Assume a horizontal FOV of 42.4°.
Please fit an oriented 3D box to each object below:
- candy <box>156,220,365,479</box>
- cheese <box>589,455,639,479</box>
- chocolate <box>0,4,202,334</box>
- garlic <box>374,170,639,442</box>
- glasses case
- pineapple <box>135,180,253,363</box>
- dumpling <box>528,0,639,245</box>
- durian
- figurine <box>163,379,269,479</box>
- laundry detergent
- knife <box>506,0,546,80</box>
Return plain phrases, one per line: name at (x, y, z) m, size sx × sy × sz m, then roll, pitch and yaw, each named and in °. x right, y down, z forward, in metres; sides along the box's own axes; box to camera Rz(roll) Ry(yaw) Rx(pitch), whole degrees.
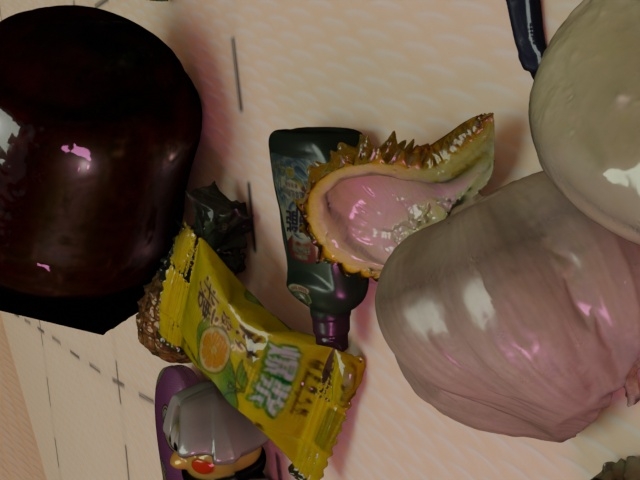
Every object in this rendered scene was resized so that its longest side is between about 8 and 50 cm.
candy at (-0.085, 0.127, 0.935) m, size 0.297 × 0.081 × 0.187 m, roll 34°, pitch 123°, yaw 28°
cheese at (0.225, 0.216, 0.518) m, size 0.171 × 0.048 × 0.092 m, roll 51°, pitch 141°, yaw 41°
chocolate at (-0.314, -0.122, 1.080) m, size 0.331 × 0.384 × 0.383 m, roll -50°, pitch 55°, yaw 43°
garlic at (0.120, 0.051, 0.567) m, size 0.229 × 0.143 × 0.177 m, roll -49°, pitch 54°, yaw 43°
glasses case at (-0.195, 0.344, 1.240) m, size 0.123 × 0.076 × 0.316 m, roll -10°, pitch 89°, yaw 60°
pineapple at (-0.163, 0.043, 1.070) m, size 0.128 × 0.128 × 0.248 m, roll 55°, pitch 137°, yaw 37°
dumpling at (0.191, -0.083, 0.406) m, size 0.179 × 0.132 × 0.252 m, roll -62°, pitch 11°, yaw 20°
durian at (0.071, -0.050, 0.675) m, size 0.140 × 0.078 × 0.224 m, roll 38°, pitch 135°, yaw -12°
figurine at (-0.123, 0.294, 1.054) m, size 0.176 × 0.133 × 0.236 m, roll -168°, pitch 67°, yaw -67°
laundry detergent at (0.000, 0.000, 0.820) m, size 0.144 × 0.078 × 0.221 m, roll 18°, pitch 116°, yaw 59°
knife at (0.141, -0.171, 0.587) m, size 0.031 × 0.018 × 0.121 m, roll -13°, pitch 87°, yaw 53°
